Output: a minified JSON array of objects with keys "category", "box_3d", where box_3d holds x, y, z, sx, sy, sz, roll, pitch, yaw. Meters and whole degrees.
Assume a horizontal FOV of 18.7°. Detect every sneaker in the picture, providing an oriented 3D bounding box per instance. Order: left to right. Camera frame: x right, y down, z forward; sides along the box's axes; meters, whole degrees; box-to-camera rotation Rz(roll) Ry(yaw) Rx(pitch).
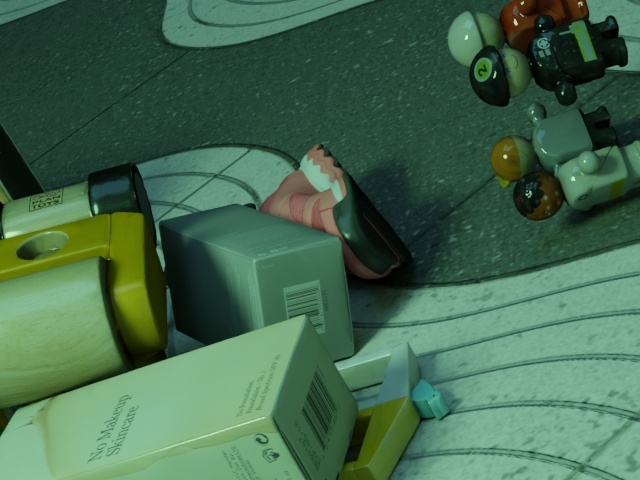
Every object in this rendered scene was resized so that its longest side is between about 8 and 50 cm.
[{"category":"sneaker","box_3d":[0.000,0.000,2.049,0.136,0.116,0.314,-39,16,1]}]

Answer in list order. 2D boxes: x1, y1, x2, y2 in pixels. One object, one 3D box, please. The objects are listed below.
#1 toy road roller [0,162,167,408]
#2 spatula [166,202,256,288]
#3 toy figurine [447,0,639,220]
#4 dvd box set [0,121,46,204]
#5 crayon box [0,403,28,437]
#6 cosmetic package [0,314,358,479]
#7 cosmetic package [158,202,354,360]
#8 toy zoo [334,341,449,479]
[{"category":"toy road roller","box_3d":[-0.240,0.092,1.911,0.202,0.240,0.329,-15,27,3]},{"category":"spatula","box_3d":[-0.175,0.066,2.131,0.296,0.030,0.084,-48,26,-4]},{"category":"toy figurine","box_3d":[0.220,-0.132,1.911,0.148,0.209,0.213,-17,23,-2]},{"category":"dvd box set","box_3d":[-0.498,-0.002,2.328,0.420,0.307,0.062,-12,30,32]},{"category":"crayon box","box_3d":[-0.351,0.169,1.981,0.081,0.165,0.278,-26,23,4]},{"category":"cosmetic package","box_3d":[-0.136,0.189,1.686,0.309,0.113,0.160,-18,25,21]},{"category":"cosmetic package","box_3d":[-0.068,0.046,1.949,0.107,0.127,0.238,-14,18,-22]},{"category":"toy zoo","box_3d":[-0.021,0.181,1.757,0.293,0.030,0.192,-18,25,24]}]
